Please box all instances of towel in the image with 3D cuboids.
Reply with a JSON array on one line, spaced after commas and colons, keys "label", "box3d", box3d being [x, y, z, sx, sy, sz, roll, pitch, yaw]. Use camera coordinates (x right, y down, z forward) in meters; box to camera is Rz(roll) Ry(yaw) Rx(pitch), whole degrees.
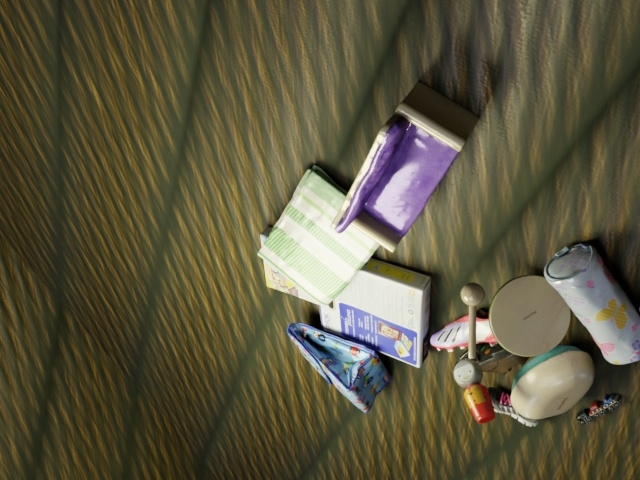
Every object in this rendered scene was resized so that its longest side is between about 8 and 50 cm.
[{"label": "towel", "box3d": [0.000, 0.000, 1.765, 0.248, 0.038, 0.325, 40, 128, 6]}]

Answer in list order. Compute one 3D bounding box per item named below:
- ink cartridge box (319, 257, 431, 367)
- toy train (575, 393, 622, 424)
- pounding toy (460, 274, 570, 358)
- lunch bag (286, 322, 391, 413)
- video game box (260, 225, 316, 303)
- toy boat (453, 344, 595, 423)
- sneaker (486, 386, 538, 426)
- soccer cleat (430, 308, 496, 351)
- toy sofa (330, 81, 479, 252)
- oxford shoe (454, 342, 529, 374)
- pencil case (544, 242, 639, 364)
[{"label": "ink cartridge box", "box3d": [0.138, 0.173, 1.879, 0.307, 0.072, 0.304, 20, 139, 25]}, {"label": "toy train", "box3d": [0.686, 0.415, 1.755, 0.036, 0.027, 0.158, 44, 142, 8]}, {"label": "pounding toy", "box3d": [0.433, 0.165, 1.613, 0.236, 0.110, 0.183, -5, 95, -2]}, {"label": "lunch bag", "box3d": [0.034, 0.340, 2.056, 0.293, 0.138, 0.221, 29, 163, 30]}, {"label": "video game box", "box3d": [-0.067, 0.072, 1.942, 0.187, 0.048, 0.205, 16, 136, 19]}, {"label": "toy boat", "box3d": [0.477, 0.324, 1.662, 0.318, 0.148, 0.267, -9, 144, -13]}, {"label": "sneaker", "box3d": [0.509, 0.426, 1.866, 0.170, 0.063, 0.075, 27, 140, 3]}, {"label": "soccer cleat", "box3d": [0.370, 0.217, 1.760, 0.248, 0.083, 0.095, -16, 89, 50]}, {"label": "toy sofa", "box3d": [0.166, -0.129, 1.474, 0.150, 0.177, 0.363, 33, 140, 5]}, {"label": "oxford shoe", "box3d": [0.430, 0.309, 1.792, 0.096, 0.083, 0.227, 42, 142, -14]}, {"label": "pencil case", "box3d": [0.580, 0.134, 1.480, 0.273, 0.113, 0.124, 50, -179, -16]}]
